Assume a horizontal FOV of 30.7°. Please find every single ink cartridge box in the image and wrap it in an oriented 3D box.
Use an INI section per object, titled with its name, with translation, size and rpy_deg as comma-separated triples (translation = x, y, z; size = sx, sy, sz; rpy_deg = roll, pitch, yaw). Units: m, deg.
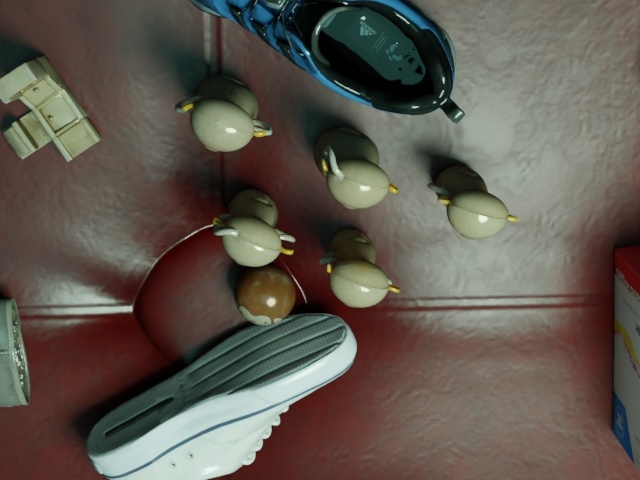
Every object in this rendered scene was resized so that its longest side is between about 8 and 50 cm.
[ink cartridge box]
translation = 0.308, 0.087, 1.008
size = 0.078, 0.134, 0.231
rpy_deg = -5, 105, -2

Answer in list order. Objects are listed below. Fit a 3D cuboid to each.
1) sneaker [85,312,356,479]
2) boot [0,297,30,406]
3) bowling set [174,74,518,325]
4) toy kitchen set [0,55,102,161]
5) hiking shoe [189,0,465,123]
[sneaker]
translation = -0.078, 0.150, 1.036
size = 0.258, 0.094, 0.091
rpy_deg = -26, 124, 8
[boot]
translation = -0.365, 0.073, 0.993
size = 0.208, 0.076, 0.190
rpy_deg = -6, 121, 5
[bowling set]
translation = 0.000, 0.000, 0.953
size = 0.287, 0.154, 0.200
rpy_deg = 17, 104, -8
[toy kitchen set]
translation = -0.235, -0.095, 0.952
size = 0.068, 0.075, 0.083
rpy_deg = -32, 101, 7
[hiking shoe]
translation = -0.016, -0.197, 0.907
size = 0.304, 0.132, 0.113
rpy_deg = 27, 103, -10
